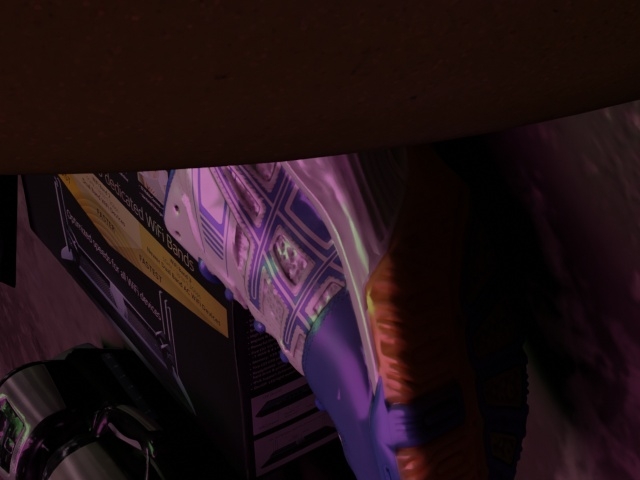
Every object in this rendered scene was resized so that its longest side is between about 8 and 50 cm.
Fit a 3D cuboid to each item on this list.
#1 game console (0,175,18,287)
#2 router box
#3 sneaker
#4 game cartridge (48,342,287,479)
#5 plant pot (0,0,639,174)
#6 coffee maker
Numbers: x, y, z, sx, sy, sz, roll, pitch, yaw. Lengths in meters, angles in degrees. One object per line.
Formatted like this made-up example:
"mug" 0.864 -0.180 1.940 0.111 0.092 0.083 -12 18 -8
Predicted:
"game console" -0.243 -0.159 1.046 0.213 0.044 0.361 -105 16 -51
"router box" -0.099 -0.038 0.901 0.309 0.081 0.243 43 146 40
"sneaker" 0.000 0.000 0.668 0.131 0.112 0.296 -18 86 33
"game cartridge" -0.106 0.217 1.158 0.355 0.068 0.230 17 122 58
"plant pot" -0.024 -0.134 0.430 0.275 0.293 0.275 44 146 40
"coffee maker" -0.113 0.161 0.926 0.171 0.120 0.178 35 -174 -43
